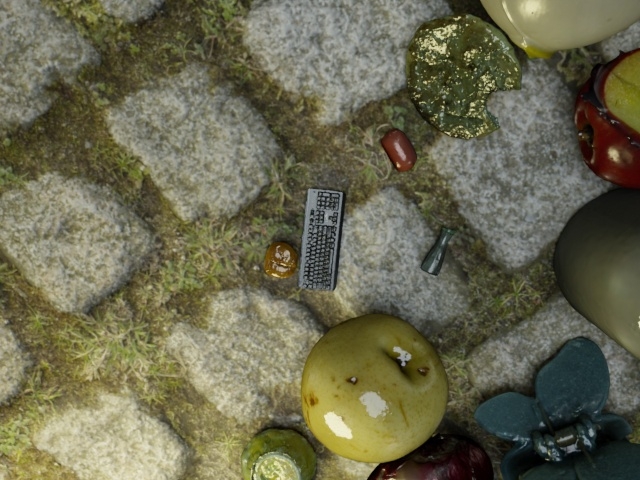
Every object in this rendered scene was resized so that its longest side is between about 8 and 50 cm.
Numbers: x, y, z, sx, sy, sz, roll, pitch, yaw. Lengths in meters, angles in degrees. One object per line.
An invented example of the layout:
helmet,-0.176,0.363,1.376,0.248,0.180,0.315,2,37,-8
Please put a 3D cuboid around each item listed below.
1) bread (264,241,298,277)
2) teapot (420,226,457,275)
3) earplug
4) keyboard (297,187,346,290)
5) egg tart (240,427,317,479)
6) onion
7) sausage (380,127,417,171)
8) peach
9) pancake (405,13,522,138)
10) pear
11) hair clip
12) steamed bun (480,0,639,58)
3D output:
bread,-0.088,0.045,1.328,0.081,0.046,0.083,40,103,-2
teapot,0.260,0.020,1.302,0.043,0.043,0.110,24,98,-1
earplug,0.653,0.077,1.103,0.313,0.394,0.312,1,102,3
keyboard,0.000,0.000,1.324,0.094,0.025,0.230,5,102,1
egg tart,-0.103,0.541,1.416,0.197,0.078,0.197,1,99,5
onion,0.243,0.552,1.288,0.314,0.314,0.232,-43,53,11
sausage,0.167,-0.190,1.254,0.054,0.059,0.094,-31,95,4
peach,0.655,-0.229,1.144,0.362,0.201,0.257,-16,72,-5
pancake,0.271,-0.322,1.170,0.253,0.037,0.253,24,135,27
pear,0.106,0.312,1.248,0.309,0.309,0.309,1,102,4
hair clip,0.529,0.461,1.255,0.318,0.392,0.238,-24,125,8
steamed bun,0.446,-0.505,1.032,0.374,0.334,0.334,-25,99,-12
